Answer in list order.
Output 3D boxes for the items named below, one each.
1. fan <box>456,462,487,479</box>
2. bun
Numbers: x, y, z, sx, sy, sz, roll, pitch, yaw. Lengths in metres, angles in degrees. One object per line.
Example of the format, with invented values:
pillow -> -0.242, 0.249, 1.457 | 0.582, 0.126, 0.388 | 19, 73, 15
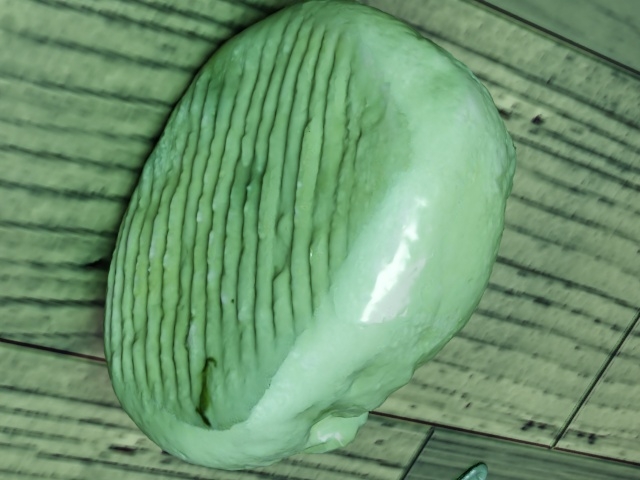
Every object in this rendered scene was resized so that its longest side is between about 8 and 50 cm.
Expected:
fan -> 0.019, 0.205, 1.204 | 0.220, 0.009, 0.132 | -33, 138, -14
bun -> 0.000, 0.000, 0.874 | 0.116, 0.210, 0.237 | 23, 142, -38
